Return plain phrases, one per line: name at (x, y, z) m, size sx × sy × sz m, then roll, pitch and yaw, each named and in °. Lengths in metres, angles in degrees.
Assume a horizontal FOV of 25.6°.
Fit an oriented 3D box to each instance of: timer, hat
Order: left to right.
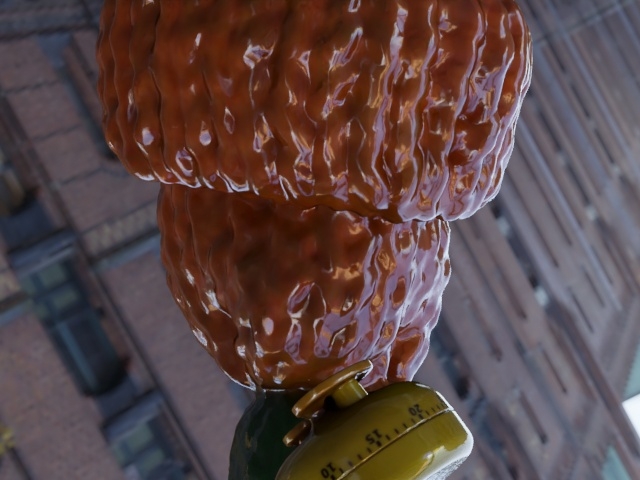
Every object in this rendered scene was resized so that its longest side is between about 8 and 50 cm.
hat at (0.000, 0.000, 0.945) m, size 0.285 × 0.400 × 0.285 m, roll 0°, pitch -165°, yaw 0°
timer at (0.031, 0.125, 0.708) m, size 0.107 × 0.109 × 0.107 m, roll -34°, pitch 165°, yaw -10°
